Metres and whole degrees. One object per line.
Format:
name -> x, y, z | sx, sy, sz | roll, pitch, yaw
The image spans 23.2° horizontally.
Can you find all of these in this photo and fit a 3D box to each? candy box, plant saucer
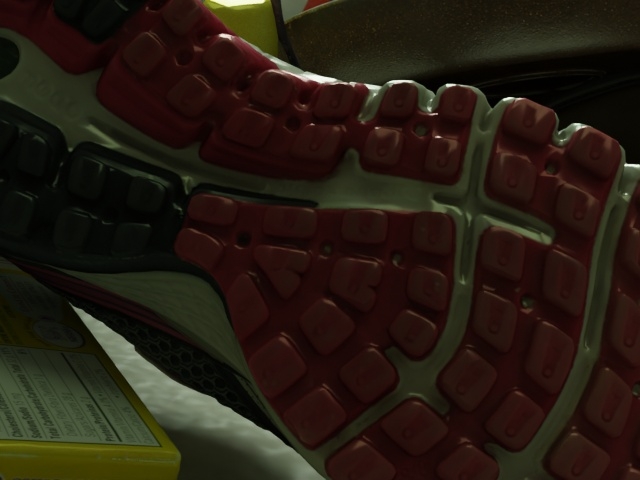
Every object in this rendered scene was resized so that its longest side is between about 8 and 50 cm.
candy box -> -0.124, 0.026, 0.467 | 0.105, 0.027, 0.206 | 4, 18, -27
plant saucer -> 0.122, -0.113, 0.923 | 0.311, 0.050, 0.310 | -6, -2, 0

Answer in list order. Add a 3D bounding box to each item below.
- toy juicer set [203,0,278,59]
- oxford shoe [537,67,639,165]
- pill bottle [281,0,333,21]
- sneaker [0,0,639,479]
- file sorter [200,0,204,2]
toy juicer set -> -0.199, -0.101, 0.781 | 0.329, 0.089, 0.209 | 20, 35, 13
oxford shoe -> 0.209, -0.040, 0.856 | 0.227, 0.082, 0.096 | 2, 47, 24
pill bottle -> 0.088, -0.228, 1.234 | 0.323, 0.181, 0.181 | 6, 17, -23
sneaker -> 0.000, 0.000, 0.462 | 0.299, 0.121, 0.112 | 33, -9, 11
file sorter -> -0.198, -0.127, 0.527 | 0.278, 0.193, 0.173 | -7, 65, -49
